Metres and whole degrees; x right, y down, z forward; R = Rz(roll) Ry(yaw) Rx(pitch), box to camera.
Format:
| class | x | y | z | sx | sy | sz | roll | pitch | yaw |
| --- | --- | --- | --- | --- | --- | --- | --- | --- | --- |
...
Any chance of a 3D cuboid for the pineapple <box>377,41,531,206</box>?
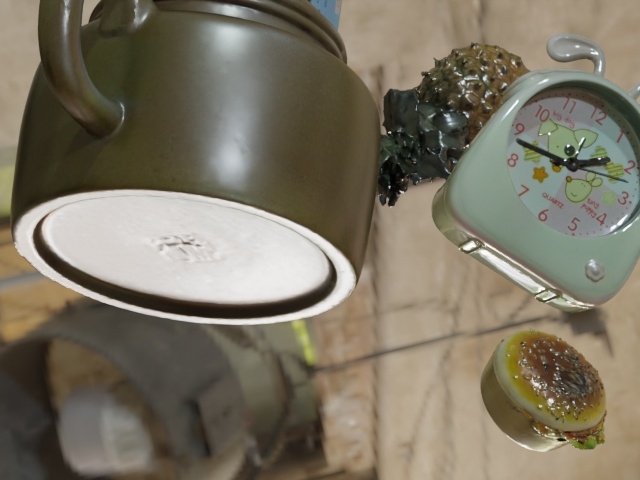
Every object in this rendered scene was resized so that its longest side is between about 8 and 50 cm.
| class | x | y | z | sx | sy | sz | roll | pitch | yaw |
| --- | --- | --- | --- | --- | --- | --- | --- | --- | --- |
| pineapple | 0.108 | -0.102 | 1.519 | 0.125 | 0.251 | 0.125 | 16 | -60 | 30 |

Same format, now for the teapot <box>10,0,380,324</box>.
| class | x | y | z | sx | sy | sz | roll | pitch | yaw |
| --- | --- | --- | --- | --- | --- | --- | --- | --- | --- |
| teapot | -0.065 | -0.071 | 0.842 | 0.268 | 0.185 | 0.175 | 46 | 43 | -56 |

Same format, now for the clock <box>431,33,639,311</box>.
| class | x | y | z | sx | sy | sz | roll | pitch | yaw |
| --- | --- | --- | --- | --- | --- | --- | --- | --- | --- |
| clock | 0.186 | -0.055 | 1.221 | 0.151 | 0.191 | 0.062 | 33 | -17 | -6 |

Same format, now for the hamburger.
| class | x | y | z | sx | sy | sz | roll | pitch | yaw |
| --- | --- | --- | --- | --- | --- | --- | --- | --- | --- |
| hamburger | 0.229 | 0.152 | 1.632 | 0.081 | 0.126 | 0.141 | -49 | -125 | 42 |

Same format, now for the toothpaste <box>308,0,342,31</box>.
| class | x | y | z | sx | sy | sz | roll | pitch | yaw |
| --- | --- | --- | --- | --- | --- | --- | --- | --- | --- |
| toothpaste | -0.021 | -0.202 | 1.671 | 0.070 | 0.044 | 0.193 | -13 | -118 | 46 |
